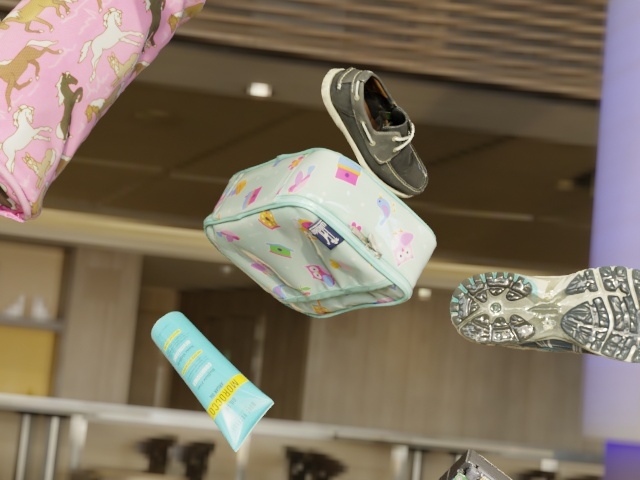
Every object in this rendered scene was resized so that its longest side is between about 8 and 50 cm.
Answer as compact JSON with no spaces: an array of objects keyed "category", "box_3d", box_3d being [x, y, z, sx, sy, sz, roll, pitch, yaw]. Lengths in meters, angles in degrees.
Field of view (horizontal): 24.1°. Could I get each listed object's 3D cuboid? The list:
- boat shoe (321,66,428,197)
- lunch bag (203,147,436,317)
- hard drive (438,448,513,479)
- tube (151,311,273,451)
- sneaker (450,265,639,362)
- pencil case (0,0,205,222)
[{"category":"boat shoe","box_3d":[0.090,-0.144,2.065,0.079,0.084,0.233,-5,-44,38]},{"category":"lunch bag","box_3d":[0.000,0.000,1.872,0.224,0.108,0.279,44,-28,-22]},{"category":"hard drive","box_3d":[0.197,0.488,2.153,0.237,0.339,0.064,37,23,-4]},{"category":"tube","box_3d":[-0.142,0.174,1.924,0.207,0.080,0.052,44,16,34]},{"category":"sneaker","box_3d":[0.297,0.085,1.780,0.283,0.110,0.122,7,-7,6]},{"category":"pencil case","box_3d":[-0.280,-0.201,1.672,0.160,0.386,0.167,34,-27,-2]}]
